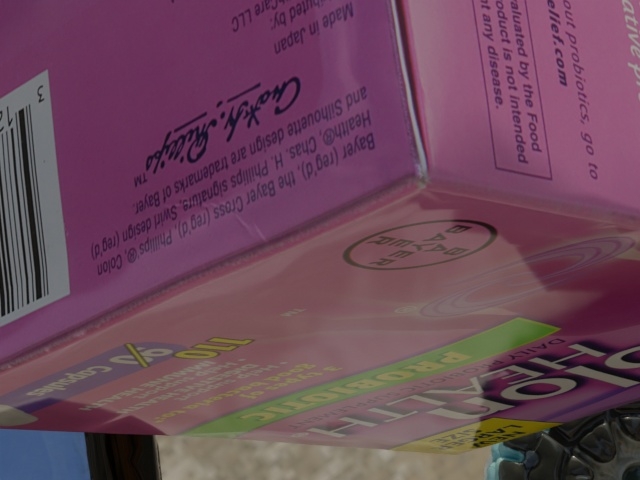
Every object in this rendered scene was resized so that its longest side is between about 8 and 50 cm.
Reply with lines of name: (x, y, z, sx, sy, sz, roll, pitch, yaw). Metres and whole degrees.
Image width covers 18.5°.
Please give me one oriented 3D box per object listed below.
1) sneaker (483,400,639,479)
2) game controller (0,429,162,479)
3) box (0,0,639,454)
sneaker: (0.198, 0.103, 0.770, 0.283, 0.122, 0.110, 7, 71, -5)
game controller: (-0.163, 0.135, 1.014, 0.166, 0.319, 0.067, -1, 18, 13)
box: (0.027, -0.021, 0.559, 0.213, 0.243, 0.117, -23, 68, 42)
